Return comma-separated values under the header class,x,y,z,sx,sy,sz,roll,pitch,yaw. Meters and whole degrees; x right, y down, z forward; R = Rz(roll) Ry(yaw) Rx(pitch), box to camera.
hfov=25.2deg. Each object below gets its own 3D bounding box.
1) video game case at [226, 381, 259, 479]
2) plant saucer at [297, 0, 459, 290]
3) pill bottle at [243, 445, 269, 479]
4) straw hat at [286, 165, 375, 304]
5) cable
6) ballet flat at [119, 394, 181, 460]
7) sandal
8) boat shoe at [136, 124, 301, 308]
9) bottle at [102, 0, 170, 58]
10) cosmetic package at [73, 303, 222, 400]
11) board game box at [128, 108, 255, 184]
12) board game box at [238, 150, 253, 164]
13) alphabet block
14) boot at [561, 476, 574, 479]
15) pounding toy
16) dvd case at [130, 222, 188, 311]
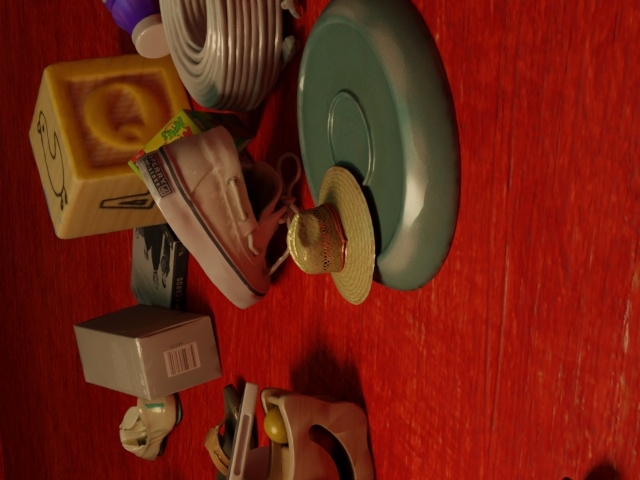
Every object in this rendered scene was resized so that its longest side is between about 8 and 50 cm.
class,x,y,z,sx,sy,sz,roll,pitch,yaw
video game case,-0.095,0.248,1.676,0.157,0.019,0.143,109,170,-75
plant saucer,0.045,-0.101,1.435,0.317,0.043,0.318,169,90,-68
pill bottle,-0.066,0.360,1.809,0.108,0.108,0.193,-130,37,-50
straw hat,0.000,0.000,1.449,0.144,0.061,0.144,170,90,-68
cable,-0.120,-0.276,1.688,0.257,0.089,0.257,118,136,-57
ballet flat,-0.294,0.308,2.369,0.248,0.086,0.086,121,134,-58
sandal,-0.136,0.297,2.012,0.219,0.060,0.090,101,149,-42
boat shoe,-0.084,-0.040,1.660,0.136,0.156,0.367,62,-179,26
bottle,-0.267,-0.375,1.993,0.118,0.092,0.283,111,142,-50
cosmetic package,-0.259,0.162,2.119,0.238,0.127,0.107,7,111,55
board game box,-0.151,-0.108,1.704,0.043,0.092,0.181,49,-166,8
board game box,-0.120,-0.055,1.867,0.103,0.026,0.154,-127,34,-49
alphabet block,-0.291,-0.134,2.029,0.197,0.193,0.192,124,130,-59
boot,0.210,0.342,1.200,0.115,0.112,0.305,18,116,31
pounding toy,-0.032,0.298,1.640,0.155,0.154,0.270,-177,79,-67
dvd case,-0.252,0.039,2.221,0.179,0.029,0.239,-123,31,-43
